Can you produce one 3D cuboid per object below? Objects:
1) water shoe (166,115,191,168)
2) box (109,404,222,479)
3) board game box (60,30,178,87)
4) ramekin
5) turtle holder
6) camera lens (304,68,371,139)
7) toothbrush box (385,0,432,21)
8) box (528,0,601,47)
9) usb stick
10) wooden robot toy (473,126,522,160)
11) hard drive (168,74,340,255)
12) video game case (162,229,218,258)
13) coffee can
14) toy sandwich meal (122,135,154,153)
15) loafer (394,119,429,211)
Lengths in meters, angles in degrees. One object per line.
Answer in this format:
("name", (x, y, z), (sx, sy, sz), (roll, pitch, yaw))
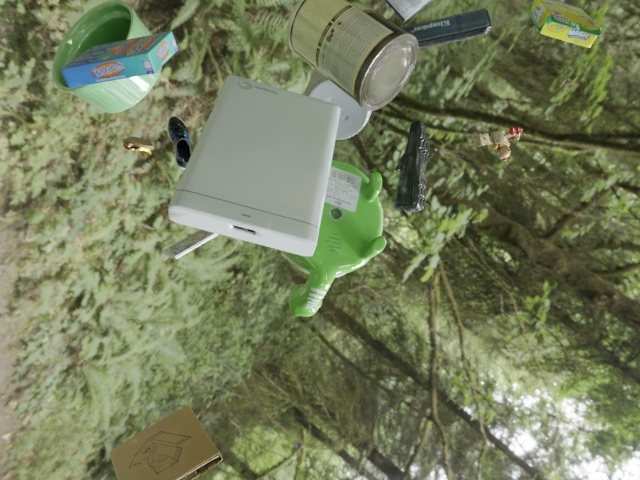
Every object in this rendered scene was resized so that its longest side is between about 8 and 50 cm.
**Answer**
("water shoe", (-0.488, -0.356, 1.735), (0.072, 0.203, 0.080), (-12, 170, -29))
("box", (-0.284, 0.387, 0.885), (0.164, 0.021, 0.201), (-25, -161, -25))
("board game box", (-0.449, -0.411, 1.111), (0.160, 0.210, 0.047), (-83, 164, -51))
("ramekin", (-0.606, -0.521, 1.423), (0.303, 0.303, 0.148), (-53, 147, -1))
("turtle holder", (0.015, -0.009, 1.111), (0.243, 0.321, 0.227), (-13, 172, -23))
("camera lens", (0.065, -0.477, 1.599), (0.219, 0.219, 0.274), (-58, -167, 36))
("toothbrush box", (0.213, -0.701, 1.126), (0.126, 0.216, 0.296), (-11, -133, 58))
("box", (0.484, -0.435, 0.978), (0.179, 0.105, 0.043), (-72, 179, -53))
("usb stick", (0.305, -0.550, 1.298), (0.045, 0.277, 0.077), (53, 32, -64))
("wooden robot toy", (0.469, -0.244, 1.258), (0.173, 0.079, 0.076), (-14, -175, -36))
("hard drive", (-0.097, -0.148, 0.868), (0.047, 0.232, 0.353), (112, -9, -50))
("video game case", (-0.325, 0.006, 1.227), (0.122, 0.011, 0.087), (-34, -154, -28))
("coffee can", (0.077, -0.488, 1.236), (0.201, 0.275, 0.202), (-37, 156, -19))
("toy sandwich meal", (-0.510, -0.265, 1.377), (0.029, 0.085, 0.085), (-66, 169, 16))
("loafer", (0.215, -0.179, 1.185), (0.076, 0.078, 0.224), (14, 80, -57))
